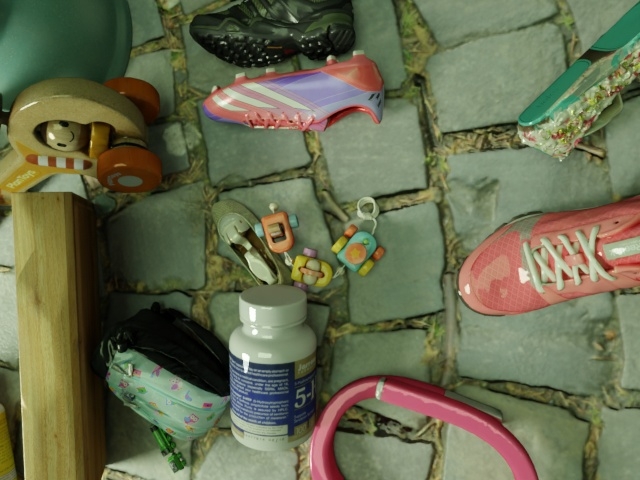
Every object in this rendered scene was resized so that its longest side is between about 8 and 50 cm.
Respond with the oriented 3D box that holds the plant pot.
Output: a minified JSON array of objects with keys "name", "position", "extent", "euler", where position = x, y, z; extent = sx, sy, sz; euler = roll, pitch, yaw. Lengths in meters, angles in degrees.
[{"name":"plant pot","position":[-0.451,-0.312,0.792],"extent":[0.293,0.196,0.292],"euler":[0,91,16]}]

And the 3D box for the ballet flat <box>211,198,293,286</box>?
[{"name":"ballet flat","position":[-0.097,0.005,0.769],"extent":[0.057,0.052,0.168],"euler":[-44,79,11]}]

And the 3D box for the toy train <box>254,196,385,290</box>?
[{"name":"toy train","position":[0.000,0.000,0.729],"extent":[0.166,0.046,0.125],"euler":[-11,89,4]}]

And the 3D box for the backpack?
[{"name":"backpack","position":[-0.204,0.181,0.767],"extent":[0.182,0.152,0.115],"euler":[33,106,2]}]

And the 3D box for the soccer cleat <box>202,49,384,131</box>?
[{"name":"soccer cleat","position":[-0.039,-0.178,0.739],"extent":[0.248,0.083,0.095],"euler":[-10,93,13]}]

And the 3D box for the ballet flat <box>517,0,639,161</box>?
[{"name":"ballet flat","position":[0.333,-0.189,0.640],"extent":[0.077,0.091,0.241],"euler":[40,107,-19]}]

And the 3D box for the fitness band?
[{"name":"fitness band","position":[0.126,0.291,0.711],"extent":[0.291,0.054,0.208],"euler":[16,96,16]}]

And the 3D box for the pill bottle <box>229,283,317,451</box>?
[{"name":"pill bottle","position":[-0.060,0.157,0.713],"extent":[0.112,0.112,0.186],"euler":[5,105,16]}]

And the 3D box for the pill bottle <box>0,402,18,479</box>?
[{"name":"pill bottle","position":[-0.548,0.322,0.869],"extent":[0.119,0.119,0.208],"euler":[-12,88,16]}]

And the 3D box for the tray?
[{"name":"tray","position":[-0.346,0.147,0.764],"extent":[0.076,0.203,0.410],"euler":[-3,91,-15]}]

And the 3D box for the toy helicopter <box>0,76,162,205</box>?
[{"name":"toy helicopter","position":[-0.400,-0.124,0.775],"extent":[0.355,0.235,0.140],"euler":[-20,67,34]}]

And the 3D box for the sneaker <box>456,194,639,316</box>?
[{"name":"sneaker","position":[0.299,0.004,0.613],"extent":[0.314,0.136,0.115],"euler":[-19,85,15]}]

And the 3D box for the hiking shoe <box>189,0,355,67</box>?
[{"name":"hiking shoe","position":[-0.063,-0.302,0.750],"extent":[0.227,0.086,0.114],"euler":[2,78,10]}]

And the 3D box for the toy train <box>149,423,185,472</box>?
[{"name":"toy train","position":[-0.227,0.304,0.826],"extent":[0.017,0.024,0.083],"euler":[-36,82,14]}]
